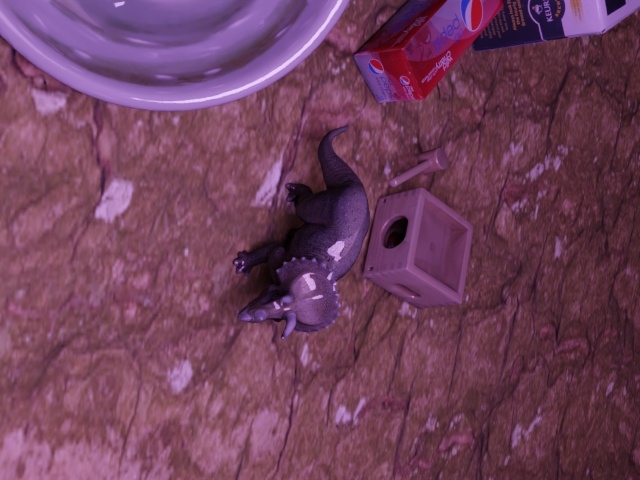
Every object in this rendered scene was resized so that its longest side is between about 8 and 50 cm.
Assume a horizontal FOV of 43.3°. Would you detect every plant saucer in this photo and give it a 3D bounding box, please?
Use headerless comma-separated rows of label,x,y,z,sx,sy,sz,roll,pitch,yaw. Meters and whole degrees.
plant saucer,-0.150,-0.330,0.775,0.401,0.100,0.400,-4,112,-10

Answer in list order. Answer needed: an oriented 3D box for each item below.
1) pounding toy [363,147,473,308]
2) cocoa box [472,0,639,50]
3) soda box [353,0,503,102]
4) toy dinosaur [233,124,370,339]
pounding toy,0.128,-0.032,1.157,0.181,0.094,0.206,31,61,-36
cocoa box,0.348,-0.501,1.252,0.231,0.228,0.347,-34,115,-40
soda box,0.164,-0.307,1.173,0.263,0.092,0.083,-50,126,-31
toy dinosaur,0.000,0.000,0.975,0.121,0.160,0.313,52,59,-34
